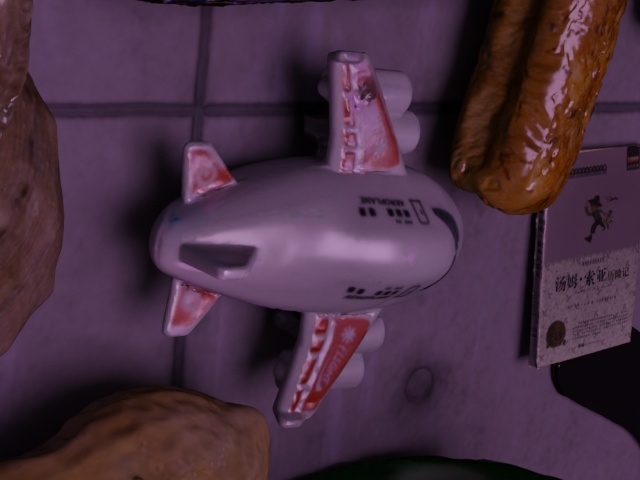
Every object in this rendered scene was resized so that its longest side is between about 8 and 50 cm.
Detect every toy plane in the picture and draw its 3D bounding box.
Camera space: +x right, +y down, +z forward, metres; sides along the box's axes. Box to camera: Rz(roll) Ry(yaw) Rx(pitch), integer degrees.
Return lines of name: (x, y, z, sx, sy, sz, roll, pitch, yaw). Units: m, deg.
toy plane: (-0.002, -0.001, 0.860, 0.252, 0.118, 0.252, -16, 116, -37)

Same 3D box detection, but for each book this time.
book: (0.224, 0.011, 1.104, 0.127, 0.014, 0.182, -8, 106, -37)

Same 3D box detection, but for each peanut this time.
peanut: (-0.158, 0.174, 0.778, 0.313, 0.149, 0.149, -25, 119, -33)

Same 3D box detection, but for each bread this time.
bread: (0.163, -0.123, 0.963, 0.114, 0.083, 0.211, -1, 109, -63)

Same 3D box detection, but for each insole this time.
insole: (0.317, 0.156, 1.238, 0.348, 0.009, 0.119, 34, 81, -41)

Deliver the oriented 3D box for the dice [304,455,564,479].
dice: (0.081, 0.334, 0.922, 0.300, 0.287, 0.297, -12, 111, -35)

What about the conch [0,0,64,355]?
conch: (-0.238, -0.060, 0.604, 0.263, 0.186, 0.324, 7, 126, -28)

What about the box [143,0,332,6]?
box: (0.015, -0.248, 0.811, 0.310, 0.084, 0.198, -9, 110, -37)
